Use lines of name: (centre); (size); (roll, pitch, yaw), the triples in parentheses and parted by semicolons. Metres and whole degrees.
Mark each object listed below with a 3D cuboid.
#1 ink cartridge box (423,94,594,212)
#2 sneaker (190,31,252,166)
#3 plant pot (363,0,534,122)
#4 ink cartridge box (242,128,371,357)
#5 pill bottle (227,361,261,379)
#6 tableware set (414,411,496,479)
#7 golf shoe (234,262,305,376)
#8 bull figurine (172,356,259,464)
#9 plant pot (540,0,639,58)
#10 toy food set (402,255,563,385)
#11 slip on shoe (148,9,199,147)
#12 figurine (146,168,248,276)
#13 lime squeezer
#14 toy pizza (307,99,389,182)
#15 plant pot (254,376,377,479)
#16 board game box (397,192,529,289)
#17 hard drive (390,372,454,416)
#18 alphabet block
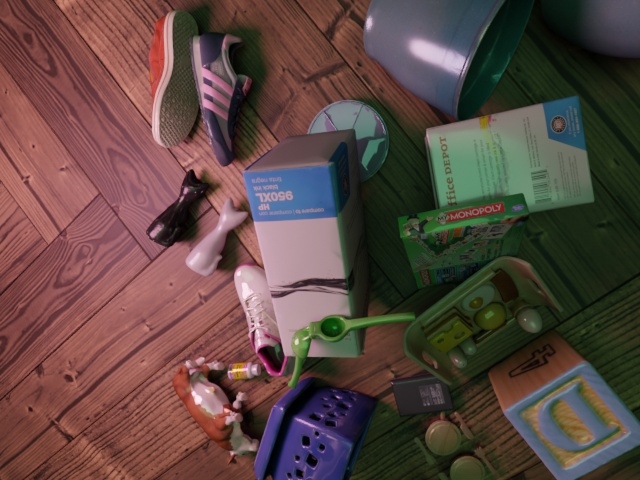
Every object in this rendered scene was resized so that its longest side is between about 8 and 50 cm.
ink cartridge box: (0.364, -0.149, 0.863); (0.270, 0.197, 0.198); (-10, 94, 13)
sneaker: (-0.228, -0.347, 1.029); (0.131, 0.112, 0.319); (-9, 102, -3)
plant pot: (0.239, -0.418, 0.843); (0.255, 0.272, 0.271); (34, 103, 22)
ink cartridge box: (0.000, 0.000, 0.866); (0.166, 0.285, 0.394); (-3, 114, 14)
pill bottle: (-0.205, 0.353, 1.131); (0.083, 0.043, 0.043); (-10, 94, 14)
tableware set: (0.328, 0.523, 1.031); (0.128, 0.039, 0.194); (-33, 94, 3)
golf shoe: (-0.136, 0.199, 1.051); (0.115, 0.140, 0.306); (-30, 88, 16)
bull figurine: (-0.275, 0.445, 1.112); (0.310, 0.101, 0.188); (41, 123, 10)
plant pot: (0.537, -0.482, 0.772); (0.195, 0.290, 0.290); (18, 102, 48)
toy food set: (0.349, 0.188, 0.897); (0.306, 0.092, 0.220); (-41, 127, 14)
slip on shoe: (-0.380, -0.403, 1.061); (0.101, 0.123, 0.331); (11, 99, 34)
figurine: (-0.315, -0.047, 1.095); (0.215, 0.092, 0.209); (35, 99, 6)
lime squeezer: (0.018, 0.188, 0.761); (0.310, 0.059, 0.110); (-37, 103, 25)
toy pizza: (0.064, -0.234, 1.009); (0.201, 0.032, 0.201); (2, 98, 14)
plant pot: (-0.015, 0.484, 1.011); (0.212, 0.236, 0.236); (20, 100, 17)
board game box: (0.287, 0.019, 0.850); (0.214, 0.317, 0.046); (-10, 64, 14)
hard drive: (0.252, 0.383, 1.039); (0.135, 0.022, 0.094); (-14, 93, 14)
alphabet block: (0.505, 0.339, 0.886); (0.193, 0.197, 0.192); (-38, 86, 14)
